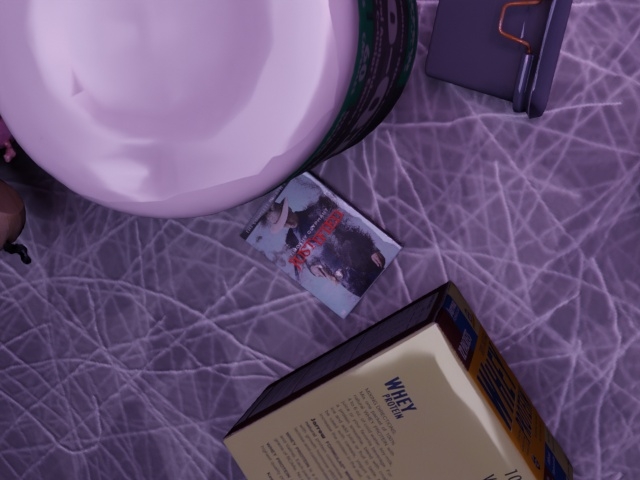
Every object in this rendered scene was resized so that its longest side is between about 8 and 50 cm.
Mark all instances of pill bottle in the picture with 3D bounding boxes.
[{"bbox_3d":[-0.045,-0.141,0.638,0.204,0.361,0.204,3,103,12],"label":"pill bottle"}]

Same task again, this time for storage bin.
[{"bbox_3d":[0.136,-0.169,0.737,0.091,0.098,0.135,15,105,20],"label":"storage bin"}]

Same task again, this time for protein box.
[{"bbox_3d":[0.070,0.177,0.797,0.201,0.136,0.199,-32,93,17],"label":"protein box"}]

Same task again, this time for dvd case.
[{"bbox_3d":[0.000,0.000,0.840,0.119,0.013,0.087,40,107,3],"label":"dvd case"}]

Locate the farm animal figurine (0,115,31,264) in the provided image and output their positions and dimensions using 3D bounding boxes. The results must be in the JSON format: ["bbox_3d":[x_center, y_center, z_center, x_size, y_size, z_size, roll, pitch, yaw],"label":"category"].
[{"bbox_3d":[-0.335,-0.170,0.807,0.327,0.172,0.330,16,106,23],"label":"farm animal figurine"}]
